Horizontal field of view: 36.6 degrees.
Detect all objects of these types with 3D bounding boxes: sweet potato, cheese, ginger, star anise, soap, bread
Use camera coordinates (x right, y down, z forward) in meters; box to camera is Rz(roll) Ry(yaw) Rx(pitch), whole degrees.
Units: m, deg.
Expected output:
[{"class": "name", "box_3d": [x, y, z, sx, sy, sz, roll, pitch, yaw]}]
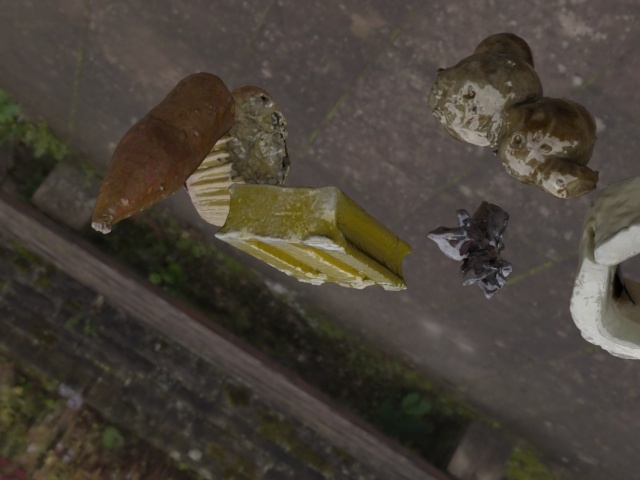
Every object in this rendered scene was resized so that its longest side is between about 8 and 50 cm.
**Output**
[{"class": "sweet potato", "box_3d": [-0.258, -0.123, 1.493, 0.131, 0.337, 0.131, 22, 141, 19]}, {"class": "cheese", "box_3d": [0.553, 0.043, 1.557, 0.292, 0.153, 0.332, 1, 133, 21]}, {"class": "ginger", "box_3d": [0.352, -0.215, 1.680, 0.375, 0.256, 0.176, 53, 144, 32]}, {"class": "star anise", "box_3d": [0.340, 0.019, 2.051, 0.110, 0.257, 0.199, -34, 80, 36]}, {"class": "soap", "box_3d": [0.000, 0.000, 1.490, 0.199, 0.091, 0.315, 2, 165, 26]}, {"class": "bread", "box_3d": [-0.145, -0.145, 1.780, 0.149, 0.274, 0.274, -4, 146, 17]}]
